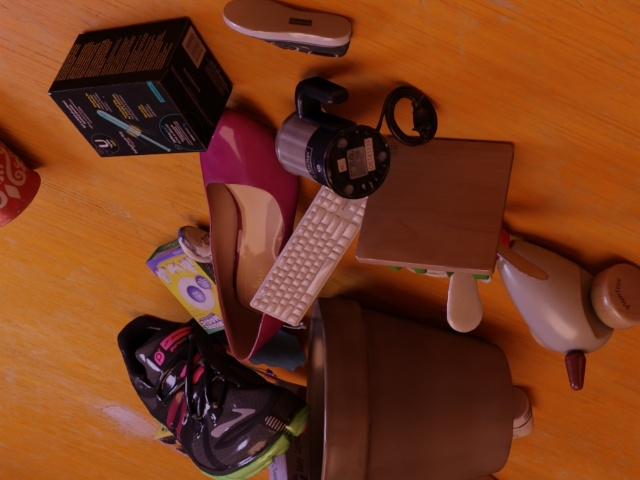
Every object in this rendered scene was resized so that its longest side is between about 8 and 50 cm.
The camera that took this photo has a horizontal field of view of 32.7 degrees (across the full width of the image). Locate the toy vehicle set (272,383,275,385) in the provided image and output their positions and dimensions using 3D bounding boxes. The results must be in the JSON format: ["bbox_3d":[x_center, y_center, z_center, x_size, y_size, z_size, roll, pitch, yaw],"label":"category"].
[{"bbox_3d":[-0.188,0.302,2.065,0.267,0.035,0.166,11,147,11],"label":"toy vehicle set"}]

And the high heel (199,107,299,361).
[{"bbox_3d":[-0.098,0.001,1.423,0.127,0.181,0.377,6,146,18],"label":"high heel"}]

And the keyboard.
[{"bbox_3d":[0.000,0.000,1.406,0.072,0.014,0.256,28,112,-10],"label":"keyboard"}]

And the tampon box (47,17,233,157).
[{"bbox_3d":[-0.209,-0.176,1.283,0.161,0.101,0.120,-1,143,28],"label":"tampon box"}]

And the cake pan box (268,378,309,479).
[{"bbox_3d":[0.034,0.368,1.815,0.246,0.267,0.070,16,123,-16],"label":"cake pan box"}]

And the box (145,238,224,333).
[{"bbox_3d":[-0.174,0.076,1.666,0.105,0.043,0.179,-21,118,45],"label":"box"}]

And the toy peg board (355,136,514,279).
[{"bbox_3d":[0.141,-0.030,1.292,0.161,0.161,0.079,6,158,19],"label":"toy peg board"}]

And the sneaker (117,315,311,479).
[{"bbox_3d":[-0.197,0.239,1.744,0.483,0.185,0.202,12,143,52],"label":"sneaker"}]

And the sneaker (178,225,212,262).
[{"bbox_3d":[-0.145,0.009,1.594,0.135,0.052,0.058,29,137,-31],"label":"sneaker"}]

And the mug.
[{"bbox_3d":[-0.503,-0.107,1.528,0.150,0.113,0.169,-8,137,32],"label":"mug"}]

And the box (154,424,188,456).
[{"bbox_3d":[-0.214,0.356,2.070,0.087,0.058,0.232,35,143,-26],"label":"box"}]

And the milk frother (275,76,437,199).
[{"bbox_3d":[0.042,-0.122,1.260,0.143,0.129,0.135,1,-165,-27],"label":"milk frother"}]

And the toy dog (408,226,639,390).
[{"bbox_3d":[0.252,0.076,1.387,0.333,0.161,0.220,18,148,0],"label":"toy dog"}]

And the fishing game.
[{"bbox_3d":[-0.108,0.157,1.804,0.189,0.041,0.264,20,151,7],"label":"fishing game"}]

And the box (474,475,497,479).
[{"bbox_3d":[0.239,0.490,2.064,0.311,0.121,0.148,38,143,-29],"label":"box"}]

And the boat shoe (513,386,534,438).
[{"bbox_3d":[0.219,0.287,1.799,0.267,0.096,0.088,-6,137,20],"label":"boat shoe"}]

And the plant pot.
[{"bbox_3d":[0.127,0.249,1.619,0.280,0.323,0.323,2,148,-6],"label":"plant pot"}]

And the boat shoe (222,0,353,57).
[{"bbox_3d":[-0.036,-0.225,1.176,0.142,0.049,0.040,12,148,5],"label":"boat shoe"}]
